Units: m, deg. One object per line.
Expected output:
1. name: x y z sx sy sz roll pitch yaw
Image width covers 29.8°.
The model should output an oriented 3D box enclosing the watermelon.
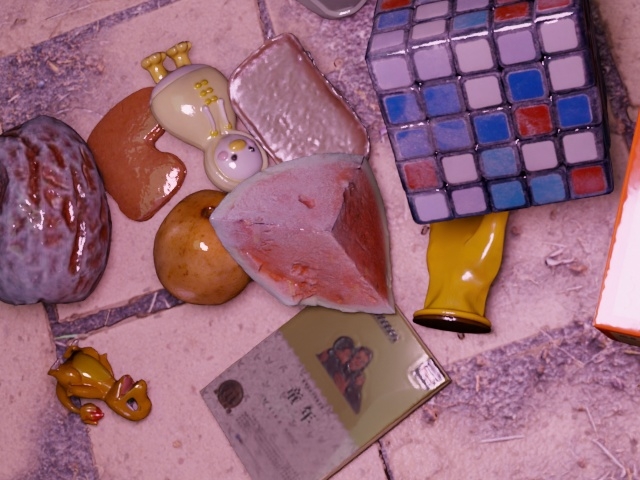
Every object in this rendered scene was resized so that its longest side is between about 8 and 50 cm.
1. watermelon: 0.000 0.000 1.814 0.256 0.260 0.176 -33 39 -7

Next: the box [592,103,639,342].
1. box: 0.526 0.000 1.582 0.256 0.348 0.319 11 85 18

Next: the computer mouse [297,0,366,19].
1. computer mouse: 0.001 -0.409 1.948 0.181 0.056 0.089 35 72 24

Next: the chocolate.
1. chocolate: -0.028 -0.196 1.917 0.161 0.083 0.261 -35 86 13

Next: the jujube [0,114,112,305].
1. jujube: -0.458 -0.049 1.964 0.246 0.215 0.308 -2 88 45

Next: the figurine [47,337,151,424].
1. figurine: -0.360 0.253 1.968 0.176 0.121 0.122 23 118 9

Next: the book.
1. book: -0.002 0.231 1.880 0.352 0.035 0.239 -39 71 9

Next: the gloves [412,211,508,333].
1. gloves: 0.216 -0.014 1.817 0.133 0.116 0.295 7 77 12

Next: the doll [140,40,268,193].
1. doll: -0.175 -0.188 1.942 0.141 0.117 0.296 -30 73 -35

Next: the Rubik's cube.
1. Rubik's cube: 0.242 -0.231 1.679 0.286 0.292 0.293 -9 122 16

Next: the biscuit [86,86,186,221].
1. biscuit: -0.297 -0.150 2.020 0.186 0.036 0.192 -39 75 7

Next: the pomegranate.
1. pomegranate: -0.175 0.019 1.895 0.196 0.196 0.196 -2 82 17
